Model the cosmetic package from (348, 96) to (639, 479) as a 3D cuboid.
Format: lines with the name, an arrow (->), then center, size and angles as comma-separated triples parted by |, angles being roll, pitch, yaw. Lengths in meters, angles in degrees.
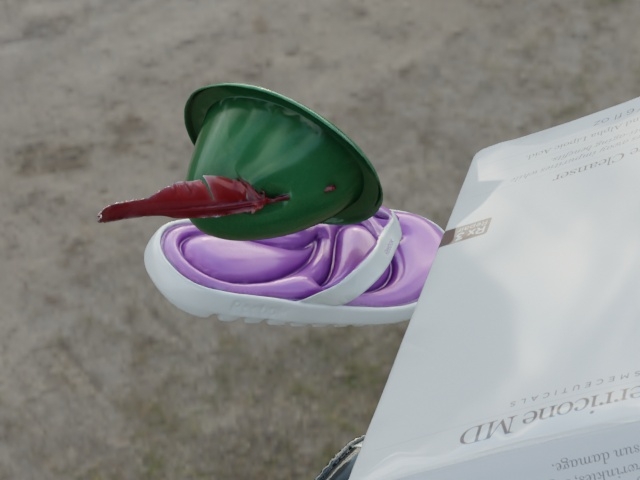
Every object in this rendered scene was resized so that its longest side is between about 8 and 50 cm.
cosmetic package -> 0.182, 0.066, 0.966 | 0.217, 0.156, 0.385 | -20, 24, 28

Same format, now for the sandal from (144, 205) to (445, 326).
sandal -> 0.009, 0.011, 1.644 | 0.416, 0.102, 0.169 | -8, 49, -41

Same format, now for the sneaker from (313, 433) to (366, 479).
sneaker -> 0.132, 0.210, 1.278 | 0.330, 0.122, 0.146 | -13, 6, -39

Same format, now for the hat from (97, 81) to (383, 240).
hat -> -0.075, -0.008, 1.220 | 0.208, 0.173, 0.183 | 34, 61, -14
